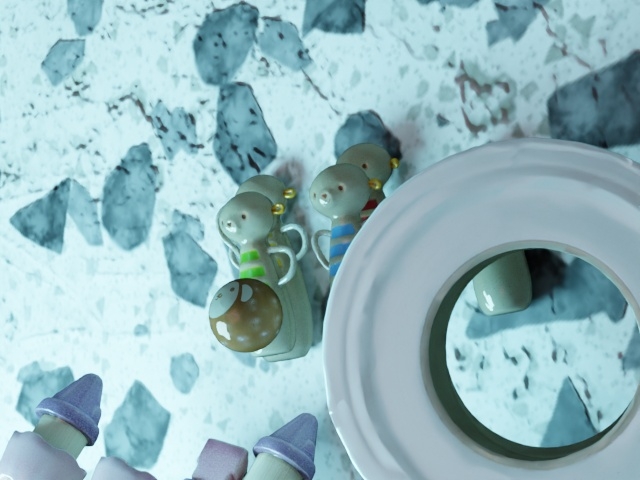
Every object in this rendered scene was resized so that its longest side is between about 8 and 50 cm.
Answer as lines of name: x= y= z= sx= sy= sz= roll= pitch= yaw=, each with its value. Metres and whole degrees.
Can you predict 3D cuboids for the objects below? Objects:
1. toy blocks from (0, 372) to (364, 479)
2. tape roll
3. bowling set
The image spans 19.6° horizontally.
toy blocks: x=-0.076 y=0.245 z=1.463 sx=0.288 sy=0.309 sz=0.260 roll=13 pitch=61 yaw=33
tape roll: x=0.148 y=0.073 z=1.238 sx=0.286 sy=0.100 sz=0.286 roll=0 pitch=89 yaw=11
bowling set: x=0.000 y=0.000 z=1.377 sx=0.287 sy=0.200 sz=0.154 roll=-15 pitch=81 yaw=35
